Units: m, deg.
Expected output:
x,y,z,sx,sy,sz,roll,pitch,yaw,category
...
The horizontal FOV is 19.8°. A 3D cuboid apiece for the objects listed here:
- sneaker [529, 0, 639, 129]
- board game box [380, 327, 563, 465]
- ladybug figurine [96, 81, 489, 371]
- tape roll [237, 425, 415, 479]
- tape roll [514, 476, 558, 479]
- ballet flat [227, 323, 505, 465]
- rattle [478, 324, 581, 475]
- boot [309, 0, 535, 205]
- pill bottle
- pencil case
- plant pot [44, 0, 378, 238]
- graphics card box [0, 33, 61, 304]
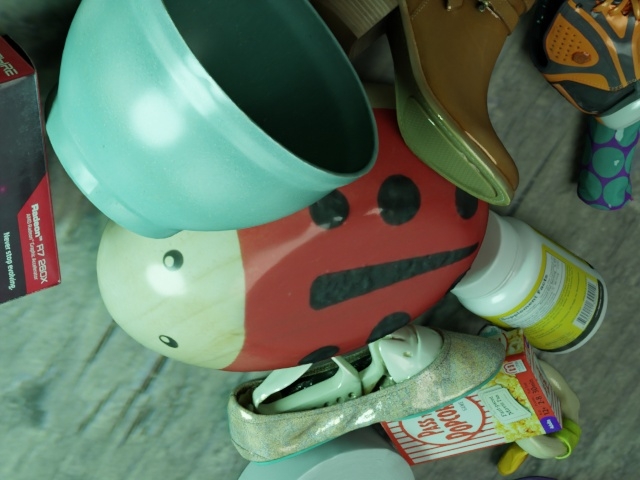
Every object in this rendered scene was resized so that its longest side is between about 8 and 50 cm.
x,y,z,sx,sy,sz,roll,pitch,yaw,category
0.345,-0.253,1.884,0.180,0.124,0.321,32,124,-25,sneaker
0.164,0.182,2.101,0.193,0.045,0.147,-16,134,17,board game box
0.000,0.000,1.846,0.449,0.162,0.305,-18,128,-26,ladybug figurine
0.002,0.311,2.124,0.219,0.072,0.219,-19,129,-26,tape roll
0.255,0.444,2.388,0.275,0.090,0.275,-19,129,-24,tape roll
0.045,0.149,1.983,0.316,0.107,0.106,-22,119,-1,ballet flat
0.213,0.195,2.227,0.200,0.143,0.130,29,68,-29,rattle
0.151,-0.194,1.783,0.220,0.283,0.109,-39,173,-19,boot
0.222,0.043,2.066,0.208,0.119,0.119,30,100,-43,pill bottle
0.335,-0.112,2.080,0.070,0.064,0.151,-3,123,-18,pencil case
-0.118,-0.123,1.622,0.196,0.293,0.293,-36,140,24,plant pot
-0.414,-0.018,1.583,0.371,0.094,0.233,-18,129,-24,graphics card box
